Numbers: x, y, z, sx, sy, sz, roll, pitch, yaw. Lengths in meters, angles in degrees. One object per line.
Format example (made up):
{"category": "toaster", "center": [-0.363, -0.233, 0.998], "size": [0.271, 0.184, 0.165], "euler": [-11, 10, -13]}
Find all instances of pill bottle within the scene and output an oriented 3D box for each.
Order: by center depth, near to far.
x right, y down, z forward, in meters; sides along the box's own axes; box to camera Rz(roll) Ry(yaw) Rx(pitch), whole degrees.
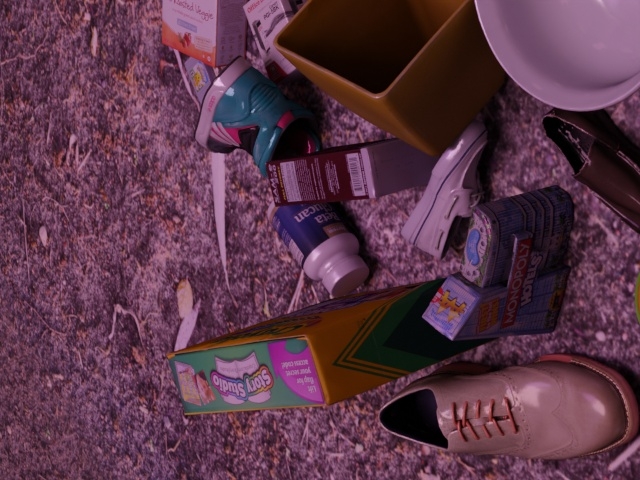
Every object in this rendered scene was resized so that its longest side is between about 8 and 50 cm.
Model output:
{"category": "pill bottle", "center": [0.000, 0.000, 1.996], "size": [0.169, 0.094, 0.094], "euler": [54, 139, 25]}

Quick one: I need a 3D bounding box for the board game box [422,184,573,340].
{"category": "board game box", "center": [0.223, 0.044, 1.633], "size": [0.060, 0.194, 0.194], "euler": [37, 130, 40]}

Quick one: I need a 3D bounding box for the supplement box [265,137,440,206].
{"category": "supplement box", "center": [0.044, -0.098, 1.872], "size": [0.239, 0.130, 0.073], "euler": [-2, 101, 54]}

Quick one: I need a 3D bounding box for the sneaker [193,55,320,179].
{"category": "sneaker", "center": [-0.090, -0.162, 2.044], "size": [0.178, 0.124, 0.295], "euler": [42, 166, 4]}

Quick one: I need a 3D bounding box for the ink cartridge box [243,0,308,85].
{"category": "ink cartridge box", "center": [-0.052, -0.313, 1.984], "size": [0.099, 0.056, 0.135], "euler": [-29, 80, 54]}

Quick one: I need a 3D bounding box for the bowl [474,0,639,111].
{"category": "bowl", "center": [0.314, -0.296, 1.440], "size": [0.298, 0.134, 0.298], "euler": [23, 119, 48]}

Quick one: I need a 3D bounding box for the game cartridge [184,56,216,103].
{"category": "game cartridge", "center": [-0.199, -0.277, 2.228], "size": [0.056, 0.017, 0.083], "euler": [-36, 74, 48]}

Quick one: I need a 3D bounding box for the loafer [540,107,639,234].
{"category": "loafer", "center": [0.331, -0.078, 1.542], "size": [0.220, 0.078, 0.080], "euler": [51, 138, 30]}

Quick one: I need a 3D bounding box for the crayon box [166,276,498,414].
{"category": "crayon box", "center": [0.012, 0.146, 1.848], "size": [0.363, 0.313, 0.106], "euler": [-14, 91, 54]}

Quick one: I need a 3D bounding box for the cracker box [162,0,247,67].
{"category": "cracker box", "center": [-0.186, -0.410, 2.117], "size": [0.155, 0.067, 0.232], "euler": [29, 124, 44]}

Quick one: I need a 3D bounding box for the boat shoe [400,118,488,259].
{"category": "boat shoe", "center": [0.184, -0.065, 1.759], "size": [0.076, 0.083, 0.226], "euler": [37, 140, 10]}

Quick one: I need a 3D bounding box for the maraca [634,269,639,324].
{"category": "maraca", "center": [0.416, 0.040, 1.460], "size": [0.127, 0.099, 0.186], "euler": [15, 100, 21]}

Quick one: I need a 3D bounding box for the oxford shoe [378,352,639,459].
{"category": "oxford shoe", "center": [0.237, 0.233, 1.722], "size": [0.397, 0.146, 0.140], "euler": [-14, 90, 54]}

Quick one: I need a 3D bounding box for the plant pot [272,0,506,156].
{"category": "plant pot", "center": [0.109, -0.231, 1.655], "size": [0.212, 0.212, 0.187], "euler": [33, 168, 41]}
